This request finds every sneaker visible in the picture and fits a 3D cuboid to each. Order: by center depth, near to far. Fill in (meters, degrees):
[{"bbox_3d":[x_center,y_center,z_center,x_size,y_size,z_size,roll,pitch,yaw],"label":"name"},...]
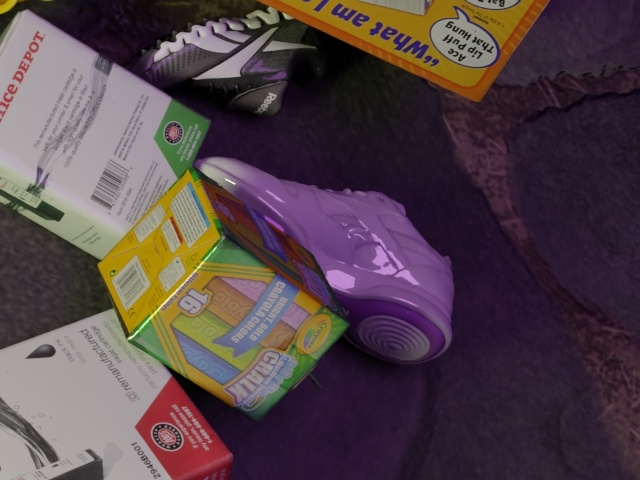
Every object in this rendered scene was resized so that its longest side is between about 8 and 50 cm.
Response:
[{"bbox_3d":[0.000,0.000,1.923,0.305,0.114,0.152,33,44,-15],"label":"sneaker"},{"bbox_3d":[-0.083,-0.165,1.928,0.234,0.078,0.106,-22,84,-33],"label":"sneaker"}]

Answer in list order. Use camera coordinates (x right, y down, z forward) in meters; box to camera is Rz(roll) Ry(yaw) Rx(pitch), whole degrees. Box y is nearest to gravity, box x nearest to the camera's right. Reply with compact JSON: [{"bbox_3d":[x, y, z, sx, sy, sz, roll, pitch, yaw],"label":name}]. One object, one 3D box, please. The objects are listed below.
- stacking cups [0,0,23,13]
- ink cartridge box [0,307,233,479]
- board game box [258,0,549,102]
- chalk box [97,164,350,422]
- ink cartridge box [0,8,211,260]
[{"bbox_3d":[-0.201,-0.290,1.877,0.316,0.096,0.096,-24,87,-47],"label":"stacking cups"},{"bbox_3d":[-0.243,0.196,1.671,0.273,0.114,0.197,-21,54,-30],"label":"ink cartridge box"},{"bbox_3d":[0.093,-0.424,1.852,0.356,0.356,0.356,24,44,-10],"label":"board game box"},{"bbox_3d":[-0.069,0.060,1.770,0.213,0.132,0.132,35,104,-34],"label":"chalk box"},{"bbox_3d":[-0.229,-0.092,1.825,0.208,0.087,0.153,32,63,-17],"label":"ink cartridge box"}]
